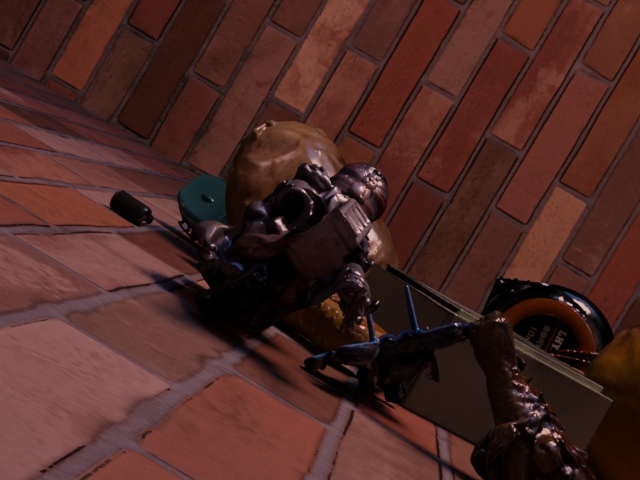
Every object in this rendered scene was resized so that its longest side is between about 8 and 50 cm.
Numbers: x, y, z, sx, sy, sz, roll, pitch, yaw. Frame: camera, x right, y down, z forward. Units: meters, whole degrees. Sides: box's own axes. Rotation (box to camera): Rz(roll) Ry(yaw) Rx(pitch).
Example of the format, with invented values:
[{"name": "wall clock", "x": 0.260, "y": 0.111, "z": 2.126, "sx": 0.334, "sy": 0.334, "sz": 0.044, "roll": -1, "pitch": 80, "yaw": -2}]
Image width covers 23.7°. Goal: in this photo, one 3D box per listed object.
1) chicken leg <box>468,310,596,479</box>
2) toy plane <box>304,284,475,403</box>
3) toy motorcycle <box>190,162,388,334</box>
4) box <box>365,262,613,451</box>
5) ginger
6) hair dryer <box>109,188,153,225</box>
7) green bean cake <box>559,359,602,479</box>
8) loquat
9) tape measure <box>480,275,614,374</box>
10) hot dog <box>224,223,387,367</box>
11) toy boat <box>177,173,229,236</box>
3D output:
[{"name": "chicken leg", "x": 0.174, "y": 0.162, "z": 1.327, "sx": 0.196, "sy": 0.080, "sz": 0.125, "roll": 59, "pitch": 25, "yaw": -2}, {"name": "toy plane", "x": 0.068, "y": 0.116, "z": 1.456, "sx": 0.246, "sy": 0.169, "sz": 0.078, "roll": 89, "pitch": -12, "yaw": -68}, {"name": "toy motorcycle", "x": -0.019, "y": 0.009, "z": 1.364, "sx": 0.134, "sy": 0.207, "sz": 0.401, "roll": 60, "pitch": 1, "yaw": -6}, {"name": "box", "x": 0.161, "y": 0.139, "z": 1.677, "sx": 0.225, "sy": 0.117, "sz": 0.225, "roll": 29, "pitch": 3, "yaw": -24}, {"name": "ginger", "x": 0.000, "y": 0.000, "z": 1.876, "sx": 0.304, "sy": 0.155, "sz": 0.244, "roll": 50, "pitch": 21, "yaw": -55}, {"name": "hair dryer", "x": -0.215, "y": -0.031, "z": 1.804, "sx": 0.047, "sy": 0.026, "sz": 0.083, "roll": 34, "pitch": -4, "yaw": 18}, {"name": "green bean cake", "x": 0.335, "y": 0.232, "z": 1.990, "sx": 0.085, "sy": 0.109, "sz": 0.179, "roll": 27, "pitch": 4, "yaw": -37}, {"name": "loquat", "x": 0.446, "y": 0.213, "z": 1.773, "sx": 0.284, "sy": 0.276, "sz": 0.276, "roll": 50, "pitch": 5, "yaw": 8}, {"name": "tape measure", "x": 0.323, "y": 0.162, "z": 2.228, "sx": 0.223, "sy": 0.202, "sz": 0.135, "roll": 26, "pitch": 4, "yaw": 16}, {"name": "hot dog", "x": -0.031, "y": 0.059, "z": 1.639, "sx": 0.083, "sy": 0.068, "sz": 0.289, "roll": 0, "pitch": 25, "yaw": -39}, {"name": "toy boat", "x": -0.106, "y": -0.001, "z": 1.959, "sx": 0.175, "sy": 0.091, "sz": 0.110, "roll": 39, "pitch": -21, "yaw": 30}]
